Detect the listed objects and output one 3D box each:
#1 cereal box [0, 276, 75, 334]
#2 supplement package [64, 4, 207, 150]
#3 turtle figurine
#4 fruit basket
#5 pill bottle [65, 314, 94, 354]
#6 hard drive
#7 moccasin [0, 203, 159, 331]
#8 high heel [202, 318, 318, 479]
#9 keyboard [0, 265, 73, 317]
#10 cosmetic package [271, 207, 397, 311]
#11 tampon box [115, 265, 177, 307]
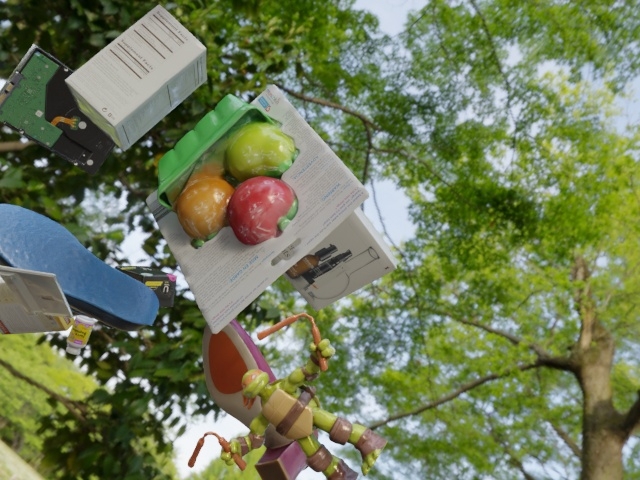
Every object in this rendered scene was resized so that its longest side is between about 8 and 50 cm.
[{"bbox_3d":[-0.802,0.171,1.630,0.240,0.047,0.173,-5,-60,21],"label":"cereal box"},{"bbox_3d":[-0.361,-0.325,1.221,0.134,0.244,0.139,43,-16,1],"label":"supplement package"},{"bbox_3d":[-0.037,0.246,0.802,0.217,0.269,0.087,39,7,8],"label":"turtle figurine"},{"bbox_3d":[-0.121,-0.068,1.023,0.353,0.327,0.165,52,8,32],"label":"fruit basket"},{"bbox_3d":[-0.549,0.215,1.376,0.043,0.083,0.043,21,-1,1],"label":"pill bottle"},{"bbox_3d":[-0.750,-0.374,1.775,0.339,0.237,0.064,34,3,-42],"label":"hard drive"},{"bbox_3d":[-0.460,0.075,1.080,0.342,0.137,0.117,41,-45,-20],"label":"moccasin"},{"bbox_3d":[-0.112,0.293,1.197,0.127,0.181,0.377,-13,-78,24],"label":"high heel"},{"bbox_3d":[-0.422,0.083,0.912,0.072,0.014,0.256,5,-21,-15],"label":"keyboard"},{"bbox_3d":[0.000,0.000,1.712,0.284,0.097,0.377,-31,-59,15],"label":"cosmetic package"},{"bbox_3d":[-0.538,0.140,1.843,0.161,0.120,0.101,11,-85,39],"label":"tampon box"}]
